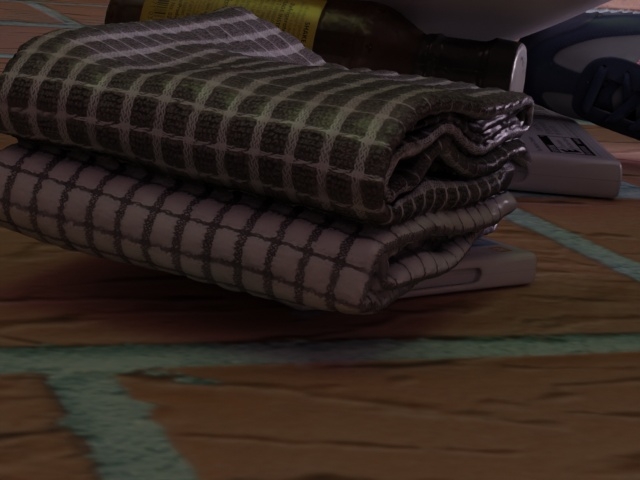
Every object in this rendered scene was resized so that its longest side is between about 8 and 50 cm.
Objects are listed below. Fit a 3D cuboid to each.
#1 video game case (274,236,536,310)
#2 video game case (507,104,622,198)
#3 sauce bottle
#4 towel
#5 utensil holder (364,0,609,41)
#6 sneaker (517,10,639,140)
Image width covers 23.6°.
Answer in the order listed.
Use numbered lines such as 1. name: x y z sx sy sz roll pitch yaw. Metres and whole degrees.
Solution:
1. video game case: 0.000 0.000 0.949 0.183 0.023 0.201 -5 16 -38
2. video game case: 0.095 -0.096 1.391 0.299 0.036 0.329 5 13 -1
3. sauce bottle: -0.006 -0.149 1.260 0.344 0.111 0.111 10 13 17
4. towel: -0.020 -0.056 0.867 0.235 0.121 0.283 11 14 21
5. utensil holder: 0.117 -0.318 1.330 0.327 0.328 0.385 -2 -4 -28
6. sneaker: 0.333 -0.125 1.403 0.318 0.112 0.131 8 38 -4
